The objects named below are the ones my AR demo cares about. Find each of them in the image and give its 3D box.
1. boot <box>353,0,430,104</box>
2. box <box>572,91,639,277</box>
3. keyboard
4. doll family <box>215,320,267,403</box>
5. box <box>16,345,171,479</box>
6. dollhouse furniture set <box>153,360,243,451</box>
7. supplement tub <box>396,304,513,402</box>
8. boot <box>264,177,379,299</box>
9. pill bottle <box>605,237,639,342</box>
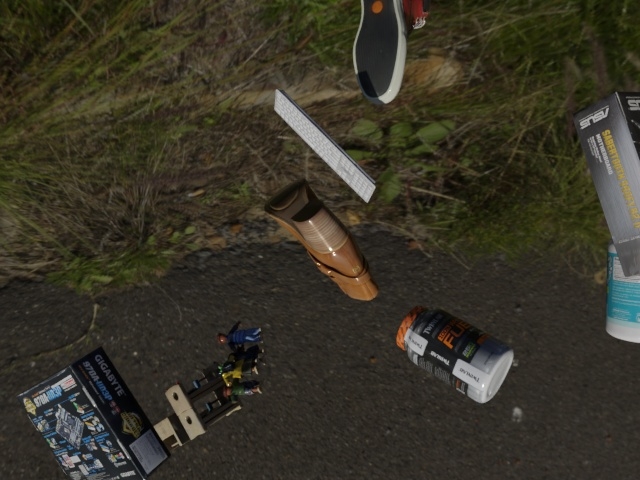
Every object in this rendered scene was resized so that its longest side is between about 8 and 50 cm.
[{"bbox_3d":[0.133,-0.341,0.921,0.176,0.088,0.244,-3,95,-56],"label":"boot"},{"bbox_3d":[0.393,-0.068,0.605,0.231,0.056,0.183,-7,78,-30],"label":"box"},{"bbox_3d":[0.004,-0.173,1.010,0.014,0.072,0.256,-40,80,-23],"label":"keyboard"},{"bbox_3d":[-0.188,0.274,1.270,0.111,0.193,0.076,-11,128,13],"label":"doll family"},{"bbox_3d":[-0.322,0.257,0.769,0.051,0.220,0.175,-35,94,-49],"label":"box"},{"bbox_3d":[-0.311,0.402,1.336,0.129,0.184,0.129,-21,77,-52],"label":"dollhouse furniture set"},{"bbox_3d":[0.243,0.202,1.016,0.117,0.190,0.117,-34,137,-37],"label":"supplement tub"},{"bbox_3d":[0.000,0.000,0.766,0.073,0.197,0.152,-38,117,-1],"label":"boot"},{"bbox_3d":[0.685,0.074,1.164,0.146,0.146,0.264,-2,95,-18],"label":"pill bottle"}]
